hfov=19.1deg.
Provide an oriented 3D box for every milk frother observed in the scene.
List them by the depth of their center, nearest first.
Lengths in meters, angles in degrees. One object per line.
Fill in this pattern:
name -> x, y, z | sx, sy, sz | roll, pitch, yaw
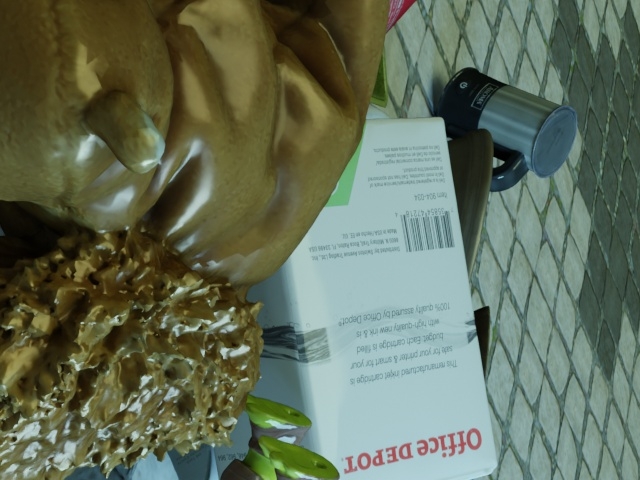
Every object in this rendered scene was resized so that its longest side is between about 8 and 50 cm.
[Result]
milk frother -> 0.206, -0.102, 2.111 | 0.129, 0.134, 0.143 | -60, 146, -4

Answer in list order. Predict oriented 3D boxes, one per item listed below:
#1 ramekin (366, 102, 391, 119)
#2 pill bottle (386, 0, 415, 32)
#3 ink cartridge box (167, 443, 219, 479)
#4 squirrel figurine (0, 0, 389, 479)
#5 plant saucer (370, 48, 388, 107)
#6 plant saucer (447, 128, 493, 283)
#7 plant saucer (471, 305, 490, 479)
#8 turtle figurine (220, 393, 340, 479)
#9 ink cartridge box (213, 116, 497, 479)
ramekin -> 0.000, 0.000, 1.624 | 0.273, 0.127, 0.273 | -6, 90, -66
pill bottle -> 0.005, -0.283, 1.538 | 0.408, 0.229, 0.229 | -52, 131, -51
ink cartridge box -> -0.057, 0.203, 1.440 | 0.179, 0.045, 0.145 | 57, 4, 39
squirrel figurine -> -0.130, -0.031, 1.101 | 0.370, 0.281, 0.397 | -15, 111, -81
plant saucer -> 0.003, -0.225, 1.792 | 0.188, 0.045, 0.188 | 9, 75, -65
plant saucer -> 0.106, 0.024, 1.816 | 0.278, 0.041, 0.278 | -165, -90, -87
plant saucer -> 0.121, 0.213, 1.828 | 0.310, 0.050, 0.311 | 8, 90, -87
turtle figurine -> -0.067, 0.223, 1.254 | 0.217, 0.087, 0.269 | -60, -170, 13
ink cartridge box -> 0.012, 0.054, 1.404 | 0.198, 0.114, 0.273 | -5, 85, -46
